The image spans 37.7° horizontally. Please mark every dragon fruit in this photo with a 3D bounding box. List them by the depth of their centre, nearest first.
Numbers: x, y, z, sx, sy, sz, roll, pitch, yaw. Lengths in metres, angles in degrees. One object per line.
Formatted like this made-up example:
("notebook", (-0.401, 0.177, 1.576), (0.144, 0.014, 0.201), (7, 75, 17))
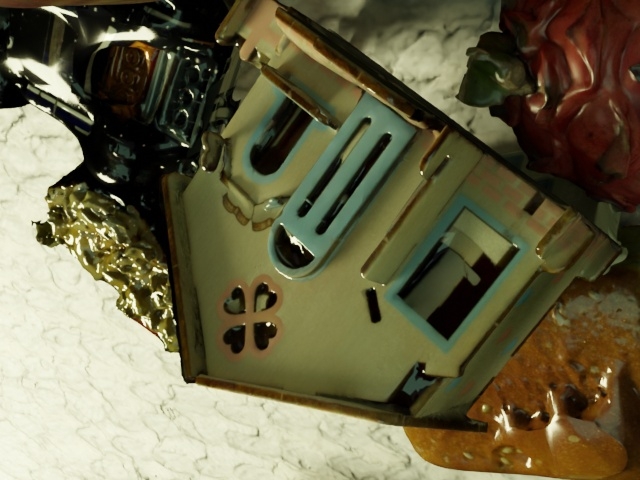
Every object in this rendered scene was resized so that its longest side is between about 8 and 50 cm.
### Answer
("dragon fruit", (0.195, -0.101, 0.572), (0.210, 0.172, 0.172), (14, 125, 10))

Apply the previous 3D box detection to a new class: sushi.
("sushi", (-0.158, 0.001, 0.891), (0.212, 0.115, 0.147), (46, 132, 1))

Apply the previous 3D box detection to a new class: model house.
("model house", (0.000, 0.000, 0.637), (0.326, 0.169, 0.244), (44, 107, 34))

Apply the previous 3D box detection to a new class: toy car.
("toy car", (-0.199, -0.180, 0.793), (0.301, 0.118, 0.193), (33, 126, 15))

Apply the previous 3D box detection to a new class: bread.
("bread", (0.166, 0.096, 0.745), (0.234, 0.110, 0.184), (-7, 112, 36))

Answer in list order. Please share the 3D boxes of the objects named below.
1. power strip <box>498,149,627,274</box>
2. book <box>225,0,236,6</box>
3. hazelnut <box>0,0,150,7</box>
("power strip", (0.073, -0.011, 0.741), (0.367, 0.106, 0.043), (-7, 137, 35))
("book", (-0.108, -0.251, 0.773), (0.182, 0.014, 0.127), (-1, 117, 33))
("hazelnut", (-0.156, -0.307, 0.509), (0.430, 0.402, 0.402), (13, 132, -18))
